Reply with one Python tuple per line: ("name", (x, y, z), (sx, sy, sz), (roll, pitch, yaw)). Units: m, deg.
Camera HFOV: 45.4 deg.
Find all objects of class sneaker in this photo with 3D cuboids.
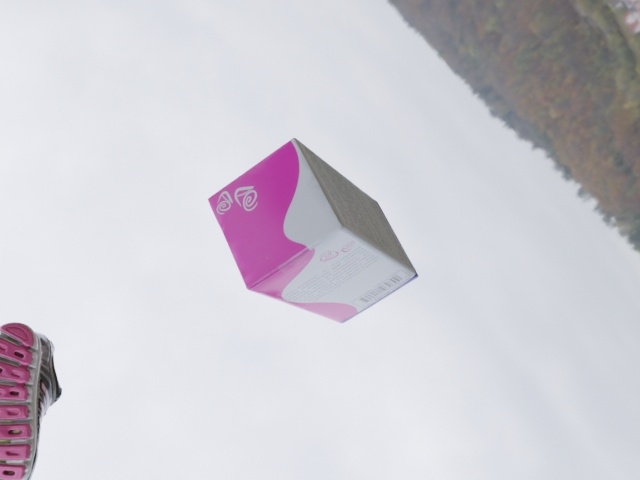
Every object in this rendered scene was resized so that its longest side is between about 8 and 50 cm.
("sneaker", (-0.286, 0.165, 0.736), (0.075, 0.063, 0.170), (38, -126, -79))

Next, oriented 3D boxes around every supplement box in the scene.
("supplement box", (0.000, 0.000, 0.795), (0.113, 0.111, 0.220), (63, -165, 23))
